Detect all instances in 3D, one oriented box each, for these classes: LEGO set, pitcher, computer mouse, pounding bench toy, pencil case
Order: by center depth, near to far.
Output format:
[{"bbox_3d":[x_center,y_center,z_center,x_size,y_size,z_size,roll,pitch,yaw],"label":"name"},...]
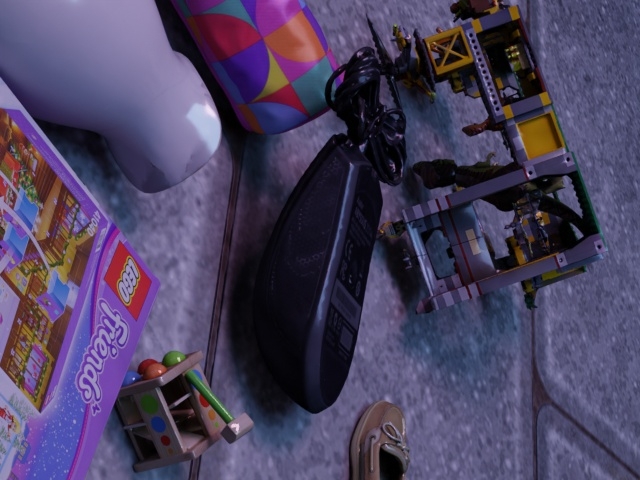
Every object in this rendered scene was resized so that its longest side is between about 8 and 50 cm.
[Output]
[{"bbox_3d":[-0.089,0.106,0.862,0.052,0.083,0.065,-32,102,-58],"label":"pounding bench toy"},{"bbox_3d":[-0.164,-0.147,0.867,0.207,0.125,0.178,42,19,-53],"label":"pitcher"},{"bbox_3d":[0.000,0.000,1.030,0.188,0.072,0.272,62,39,-65],"label":"computer mouse"},{"bbox_3d":[-0.073,-0.194,1.040,0.236,0.104,0.104,56,34,-18],"label":"pencil case"},{"bbox_3d":[0.130,-0.068,1.261,0.255,0.192,0.331,-92,163,-83],"label":"LEGO set"}]

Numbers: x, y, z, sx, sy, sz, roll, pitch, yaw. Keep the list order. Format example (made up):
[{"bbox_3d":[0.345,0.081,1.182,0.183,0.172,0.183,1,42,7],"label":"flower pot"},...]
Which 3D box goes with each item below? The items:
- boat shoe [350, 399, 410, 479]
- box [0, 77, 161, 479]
[{"bbox_3d":[0.052,0.193,1.068,0.056,0.048,0.153,53,36,-27],"label":"boat shoe"},{"bbox_3d":[-0.199,0.058,0.715,0.201,0.057,0.293,56,30,-30],"label":"box"}]
